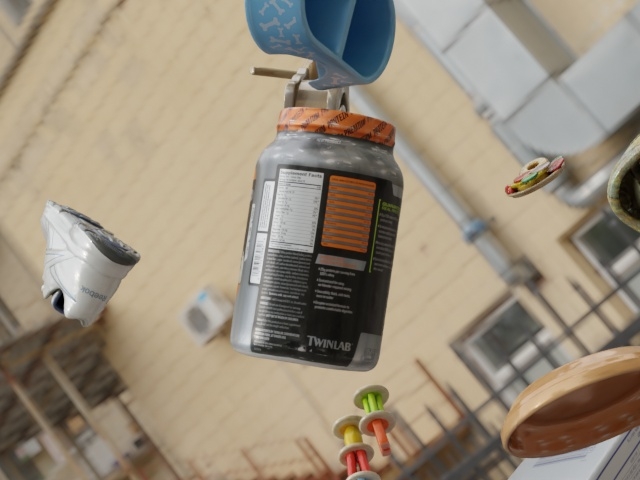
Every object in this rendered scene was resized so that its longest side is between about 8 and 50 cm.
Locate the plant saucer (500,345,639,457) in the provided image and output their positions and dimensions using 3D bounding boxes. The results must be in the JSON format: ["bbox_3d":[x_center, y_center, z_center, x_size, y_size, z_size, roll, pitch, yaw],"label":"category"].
[{"bbox_3d":[0.271,0.159,1.429,0.200,0.037,0.200,-15,-27,-8],"label":"plant saucer"}]

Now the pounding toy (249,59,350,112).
[{"bbox_3d":[-0.035,-0.181,2.154,0.269,0.154,0.154,-65,-22,-72],"label":"pounding toy"}]

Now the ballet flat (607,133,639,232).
[{"bbox_3d":[0.375,-0.044,1.097,0.348,0.123,0.123,1,22,44],"label":"ballet flat"}]

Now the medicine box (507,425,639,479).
[{"bbox_3d":[0.395,0.410,1.952,0.149,0.289,0.263,-18,9,34],"label":"medicine box"}]

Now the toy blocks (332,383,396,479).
[{"bbox_3d":[0.068,0.292,1.976,0.054,0.148,0.123,12,-50,-24],"label":"toy blocks"}]

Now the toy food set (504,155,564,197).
[{"bbox_3d":[0.262,-0.079,1.737,0.083,0.020,0.082,-36,11,-29],"label":"toy food set"}]

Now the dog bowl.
[{"bbox_3d":[0.010,-0.290,1.802,0.297,0.074,0.166,28,-106,-61],"label":"dog bowl"}]

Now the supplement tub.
[{"bbox_3d":[0.000,0.000,1.809,0.193,0.193,0.316,28,-109,-78],"label":"supplement tub"}]

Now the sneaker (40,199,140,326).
[{"bbox_3d":[-0.344,0.028,1.961,0.129,0.111,0.297,-62,22,1],"label":"sneaker"}]
